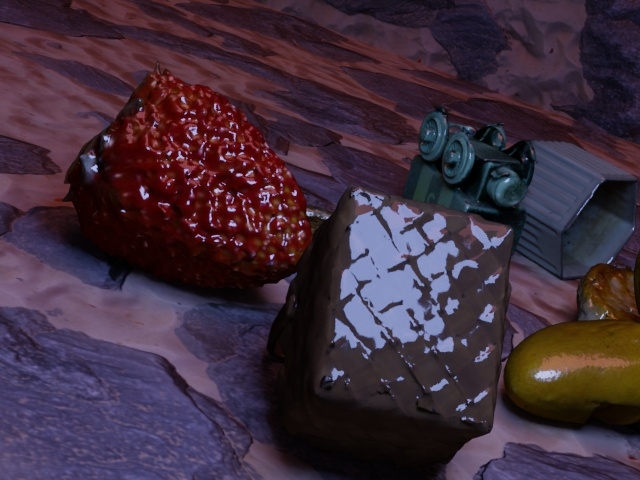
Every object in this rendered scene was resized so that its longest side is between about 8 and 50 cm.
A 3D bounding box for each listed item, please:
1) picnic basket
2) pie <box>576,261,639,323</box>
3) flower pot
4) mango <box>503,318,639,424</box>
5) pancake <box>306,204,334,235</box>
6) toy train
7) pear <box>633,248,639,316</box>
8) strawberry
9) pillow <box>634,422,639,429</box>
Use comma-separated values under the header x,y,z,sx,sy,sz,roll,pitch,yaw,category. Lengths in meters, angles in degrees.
x,y,z,sx,sy,sz,roll,pitch,yaw,category
0.076,0.111,1.194,0.254,0.291,0.321,13,-21,-5,picnic basket
0.545,0.153,1.667,0.315,0.092,0.315,18,26,-9,pie
0.464,-0.061,1.944,0.209,0.239,0.189,-33,44,-22,flower pot
0.367,0.182,1.404,0.261,0.130,0.167,-1,26,-16,mango
0.000,0.000,1.683,0.253,0.037,0.254,15,23,-6,pancake
0.259,-0.101,1.846,0.166,0.238,0.299,8,21,-20,toy train
0.588,0.074,1.460,0.280,0.281,0.281,15,22,-6,pear
-0.178,-0.051,1.443,0.343,0.292,0.292,44,25,1,strawberry
0.522,0.289,1.368,0.141,0.055,0.208,2,25,-16,pillow
